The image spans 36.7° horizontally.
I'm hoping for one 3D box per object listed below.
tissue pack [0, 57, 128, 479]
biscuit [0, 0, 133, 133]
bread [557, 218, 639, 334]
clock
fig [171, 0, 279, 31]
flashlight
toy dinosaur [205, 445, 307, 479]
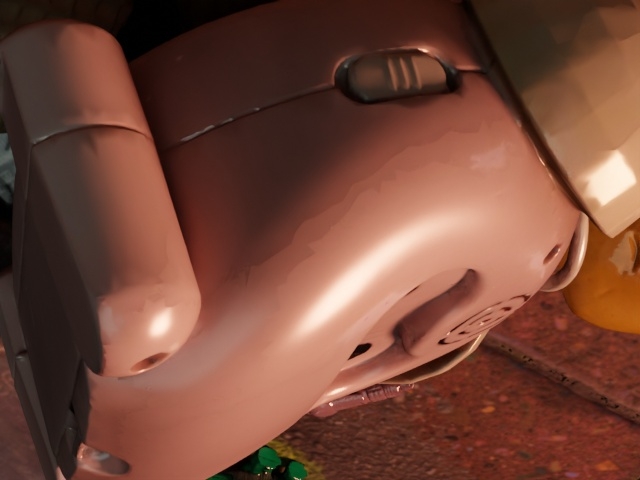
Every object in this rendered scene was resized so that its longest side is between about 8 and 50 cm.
[{"bbox_3d":[-0.187,0.033,0.682,0.259,0.122,0.361,-34,123,-9],"label":"tissue pack"},{"bbox_3d":[-0.089,-0.227,0.455,0.094,0.054,0.378,3,119,-54],"label":"biscuit"},{"bbox_3d":[0.294,0.009,0.591,0.305,0.091,0.142,2,121,16],"label":"bread"},{"bbox_3d":[0.000,0.000,0.524,0.326,0.184,0.342,-17,165,-27],"label":"clock"},{"bbox_3d":[-0.014,-0.143,0.558,0.148,0.142,0.186,-23,139,4],"label":"fig"},{"bbox_3d":[0.029,0.132,0.857,0.110,0.031,0.052,-17,150,15],"label":"flashlight"},{"bbox_3d":[-0.069,0.252,0.955,0.132,0.059,0.096,24,134,-24],"label":"toy dinosaur"}]
